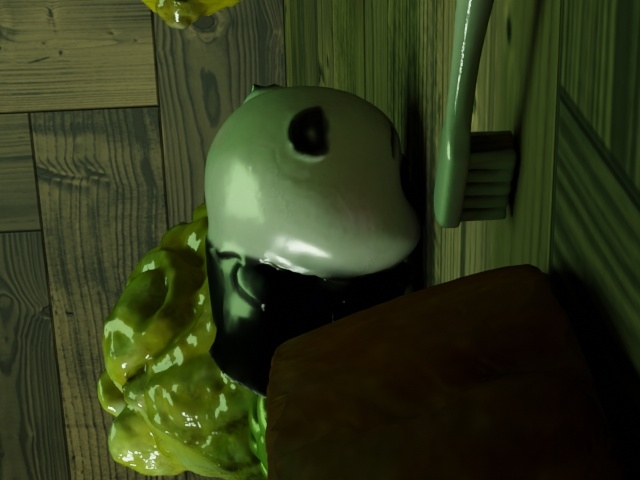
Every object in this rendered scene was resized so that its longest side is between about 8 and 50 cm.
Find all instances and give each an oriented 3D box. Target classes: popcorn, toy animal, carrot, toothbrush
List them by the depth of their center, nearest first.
[{"bbox_3d":[0.060,-0.123,0.450,0.342,0.030,0.025,90,175,-48],"label":"toothbrush"},{"bbox_3d":[0.049,0.144,0.495,0.307,0.100,0.258,71,-167,-72],"label":"carrot"},{"bbox_3d":[0.000,0.000,0.861,0.166,0.138,0.179,-150,64,-63],"label":"toy animal"},{"bbox_3d":[-0.063,0.091,1.185,0.250,0.235,0.241,-144,68,-70],"label":"popcorn"}]

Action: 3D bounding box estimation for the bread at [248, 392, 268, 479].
[{"bbox_3d":[0.000,0.141,1.007,0.139,0.071,0.130,34,136,42],"label":"bread"}]

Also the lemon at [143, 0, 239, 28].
[{"bbox_3d":[-0.101,-0.329,1.167,0.268,0.268,0.321,-133,41,-85],"label":"lemon"}]
